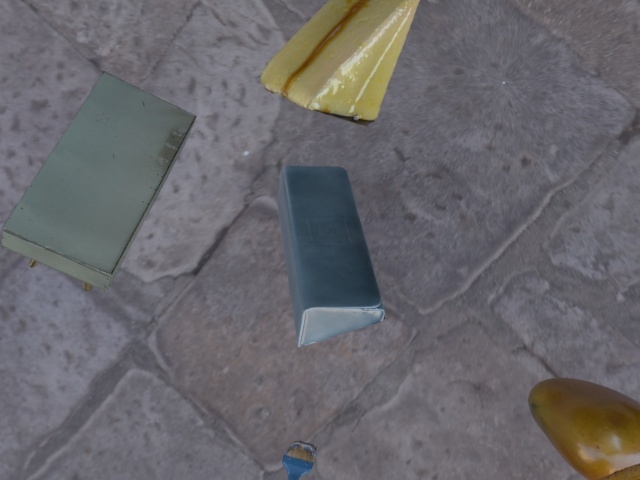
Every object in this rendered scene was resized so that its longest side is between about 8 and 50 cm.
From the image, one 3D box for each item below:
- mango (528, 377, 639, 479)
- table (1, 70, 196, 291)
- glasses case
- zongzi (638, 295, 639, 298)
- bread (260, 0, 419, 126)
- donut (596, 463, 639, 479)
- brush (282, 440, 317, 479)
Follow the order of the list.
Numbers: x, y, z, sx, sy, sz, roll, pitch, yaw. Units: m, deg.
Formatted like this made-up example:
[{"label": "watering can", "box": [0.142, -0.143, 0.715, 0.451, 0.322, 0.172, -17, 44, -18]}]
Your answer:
[{"label": "mango", "box": [0.457, 0.307, 1.336, 0.176, 0.254, 0.139, 18, 103, -19]}, {"label": "table", "box": [-0.252, -0.056, 0.941, 0.122, 0.240, 0.111, 26, 146, -8]}, {"label": "glasses case", "box": [0.000, 0.000, 0.975, 0.105, 0.266, 0.056, -19, 130, 6]}, {"label": "zongzi", "box": [0.627, 0.121, 1.265, 0.318, 0.289, 0.154, 21, 81, 33]}, {"label": "bread", "box": [0.032, -0.349, 1.396, 0.168, 0.163, 0.264, 33, 110, 40]}, {"label": "donut", "box": [0.292, 0.323, 0.803, 0.278, 0.277, 0.108, -40, 84, 16]}, {"label": "brush", "box": [-0.048, 0.396, 1.317, 0.051, 0.164, 0.014, 11, 136, 9]}]
